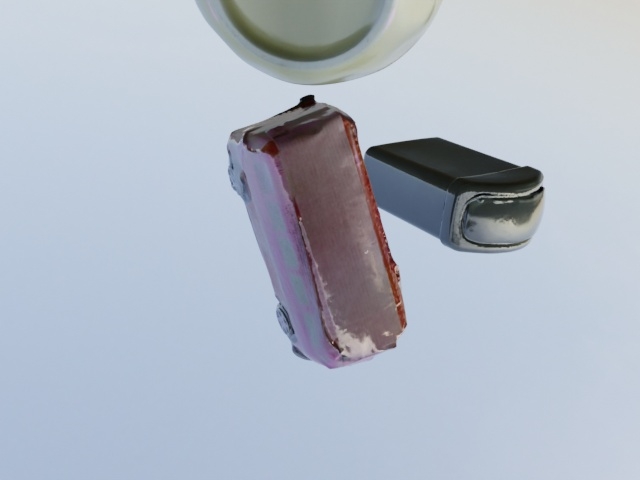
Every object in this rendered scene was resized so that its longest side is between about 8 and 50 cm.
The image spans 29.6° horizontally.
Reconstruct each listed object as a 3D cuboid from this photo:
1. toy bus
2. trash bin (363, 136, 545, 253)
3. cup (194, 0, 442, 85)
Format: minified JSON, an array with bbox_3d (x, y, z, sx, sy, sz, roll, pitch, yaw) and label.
[{"bbox_3d":[0.000,0.000,1.335,0.128,0.302,0.147,-23,-163,-18],"label":"toy bus"},{"bbox_3d":[0.188,-0.065,1.651,0.177,0.101,0.236,-13,-152,-38],"label":"trash bin"},{"bbox_3d":[0.050,-0.208,0.820,0.255,0.173,0.202,5,-150,12],"label":"cup"}]
